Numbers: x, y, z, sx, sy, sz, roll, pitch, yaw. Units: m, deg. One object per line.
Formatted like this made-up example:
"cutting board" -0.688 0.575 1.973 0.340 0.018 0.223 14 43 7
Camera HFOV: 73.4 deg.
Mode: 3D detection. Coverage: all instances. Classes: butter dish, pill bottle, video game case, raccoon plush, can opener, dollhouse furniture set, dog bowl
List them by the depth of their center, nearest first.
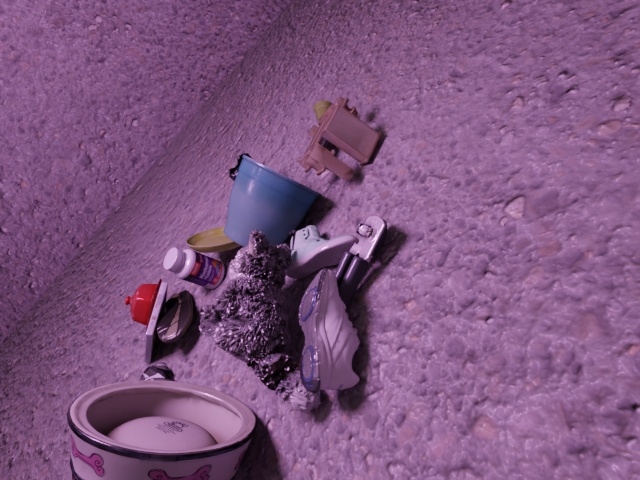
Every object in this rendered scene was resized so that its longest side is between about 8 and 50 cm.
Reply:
"dog bowl" -0.359 0.458 0.976 0.407 0.407 0.151 7 86 48
"can opener" 0.097 0.065 1.100 0.074 0.093 0.281 27 87 53
"raccoon plush" -0.097 0.180 1.111 0.446 0.216 0.299 31 87 24
"dollhouse furniture set" 0.035 -0.300 1.500 0.304 0.173 0.355 -63 15 -17
"pill bottle" -0.444 0.094 1.510 0.108 0.193 0.108 -21 56 35
"video game case" -0.588 0.295 1.534 0.227 0.026 0.207 118 160 -46
"butter dish" -0.664 0.232 1.597 0.160 0.118 0.160 -104 29 -64

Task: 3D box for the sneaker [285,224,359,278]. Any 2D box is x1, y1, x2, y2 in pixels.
"sneaker" -0.001 0.000 1.230 0.255 0.094 0.151 -24 50 33

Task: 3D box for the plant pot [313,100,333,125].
"plant pot" 0.015 -0.483 1.666 0.083 0.083 0.079 -21 58 32

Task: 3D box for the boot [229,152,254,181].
"boot" -0.251 -0.170 1.545 0.094 0.207 0.247 -14 49 37

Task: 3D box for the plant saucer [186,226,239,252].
"plant saucer" -0.362 -0.002 1.558 0.240 0.037 0.241 -7 18 2

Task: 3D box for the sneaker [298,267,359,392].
"sneaker" 0.023 0.206 1.002 0.111 0.129 0.298 -45 37 51

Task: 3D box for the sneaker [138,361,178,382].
"sneaker" -0.517 0.444 1.386 0.234 0.078 0.106 -14 51 40

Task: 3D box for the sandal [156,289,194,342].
"sandal" -0.490 0.269 1.513 0.120 0.087 0.303 -22 21 -3

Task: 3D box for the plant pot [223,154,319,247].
"plant pot" -0.179 -0.100 1.385 0.271 0.271 0.256 34 98 53
